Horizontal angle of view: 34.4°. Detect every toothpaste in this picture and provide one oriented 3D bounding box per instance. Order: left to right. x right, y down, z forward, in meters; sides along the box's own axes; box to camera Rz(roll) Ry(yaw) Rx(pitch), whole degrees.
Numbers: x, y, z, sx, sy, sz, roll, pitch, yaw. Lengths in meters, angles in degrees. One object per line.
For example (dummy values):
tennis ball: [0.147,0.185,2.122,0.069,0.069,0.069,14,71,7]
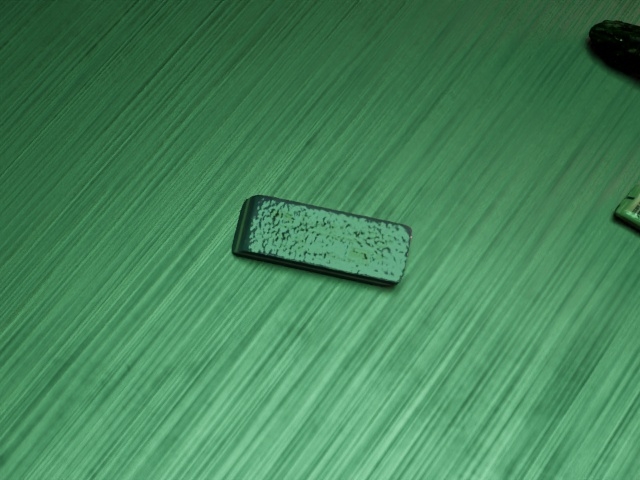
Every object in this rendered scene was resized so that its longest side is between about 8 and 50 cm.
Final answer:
toothpaste: [0.488,0.013,1.319,0.239,0.039,0.062,38,69,15]

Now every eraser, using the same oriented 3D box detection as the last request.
eraser: [0.000,0.000,1.322,0.225,0.036,0.082,12,71,4]

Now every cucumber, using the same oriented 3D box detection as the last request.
cucumber: [0.507,-0.229,1.394,0.304,0.081,0.072,24,99,8]
